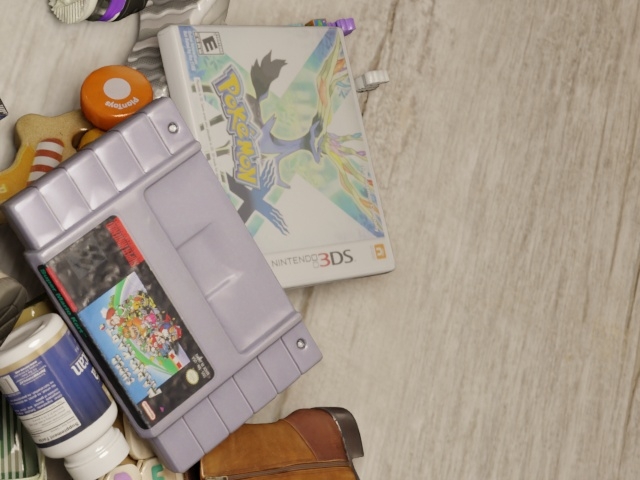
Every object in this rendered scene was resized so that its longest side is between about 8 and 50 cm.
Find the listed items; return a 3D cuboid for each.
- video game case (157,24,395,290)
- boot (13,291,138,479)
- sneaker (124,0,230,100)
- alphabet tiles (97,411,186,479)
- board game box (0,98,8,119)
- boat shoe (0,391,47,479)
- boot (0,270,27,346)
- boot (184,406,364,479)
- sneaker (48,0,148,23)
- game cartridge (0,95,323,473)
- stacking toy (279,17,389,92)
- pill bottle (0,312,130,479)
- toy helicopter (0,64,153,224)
[{"bbox_3d":[-0.047,-0.104,1.903,0.300,0.036,0.329,-8,83,-47],"label":"video game case"},{"bbox_3d":[-0.232,0.166,1.793,0.236,0.089,0.269,-31,102,-40],"label":"boot"},{"bbox_3d":[-0.171,-0.246,1.945,0.281,0.105,0.115,-69,150,-30],"label":"sneaker"},{"bbox_3d":[-0.148,0.310,1.786,0.284,0.021,0.278,-5,86,-54],"label":"alphabet tiles"},{"bbox_3d":[-0.466,-0.212,1.719,0.194,0.060,0.194,-12,82,-47],"label":"board game box"},{"bbox_3d":[-0.346,0.273,1.675,0.109,0.094,0.302,-4,81,-35],"label":"boat shoe"},{"bbox_3d":[-0.512,0.105,1.560,0.284,0.138,0.377,41,96,9],"label":"boot"},{"bbox_3d":[-0.028,0.328,1.830,0.280,0.096,0.264,-2,78,-54],"label":"boot"},{"bbox_3d":[-0.275,-0.406,1.900,0.146,0.102,0.293,-5,85,-42],"label":"sneaker"},{"bbox_3d":[-0.168,0.052,1.689,0.230,0.068,0.355,-40,110,-28],"label":"game cartridge"},{"bbox_3d":[-0.017,-0.278,2.071,0.221,0.052,0.167,-9,82,-34],"label":"stacking toy"},{"bbox_3d":[-0.274,0.170,1.639,0.094,0.094,0.169,-41,109,-35],"label":"pill bottle"},{"bbox_3d":[-0.316,-0.042,1.734,0.355,0.140,0.235,-16,60,-20],"label":"toy helicopter"}]
